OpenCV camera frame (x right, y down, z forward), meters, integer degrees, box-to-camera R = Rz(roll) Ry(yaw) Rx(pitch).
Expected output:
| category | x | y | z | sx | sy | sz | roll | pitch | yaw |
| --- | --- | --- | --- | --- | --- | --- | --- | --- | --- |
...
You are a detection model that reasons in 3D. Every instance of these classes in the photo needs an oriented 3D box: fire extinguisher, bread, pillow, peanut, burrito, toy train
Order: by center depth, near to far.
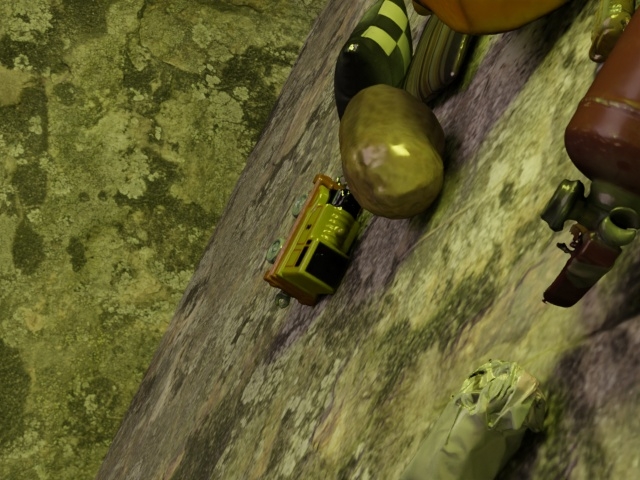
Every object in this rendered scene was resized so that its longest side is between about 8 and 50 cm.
| category | x | y | z | sx | sy | sz | roll | pitch | yaw |
| --- | --- | --- | --- | --- | --- | --- | --- | --- | --- |
| fire extinguisher | 0.232 | -0.102 | 0.541 | 0.337 | 0.106 | 0.147 | -59 | -13 | 4 |
| burrito | 0.083 | 0.168 | 0.590 | 0.203 | 0.064 | 0.064 | -59 | 12 | 12 |
| bread | 0.259 | -0.191 | 0.766 | 0.088 | 0.033 | 0.049 | -67 | -1 | -46 |
| peanut | 0.088 | -0.105 | 1.046 | 0.129 | 0.129 | 0.224 | -52 | 24 | 31 |
| toy train | 0.000 | 0.000 | 1.241 | 0.127 | 0.089 | 0.219 | -3 | 57 | 63 |
| pillow | 0.176 | -0.280 | 1.243 | 0.208 | 0.052 | 0.212 | -70 | 13 | -17 |
| pillow | 0.085 | -0.269 | 1.355 | 0.250 | 0.106 | 0.186 | -62 | -25 | -49 |

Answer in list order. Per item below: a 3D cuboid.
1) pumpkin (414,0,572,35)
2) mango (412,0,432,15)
| category | x | y | z | sx | sy | sz | roll | pitch | yaw |
| --- | --- | --- | --- | --- | --- | --- | --- | --- | --- |
| pumpkin | 0.193 | -0.381 | 0.919 | 0.225 | 0.256 | 0.303 | -113 | 9 | -52 |
| mango | 0.206 | -0.457 | 1.461 | 0.111 | 0.089 | 0.163 | -64 | -3 | -80 |
